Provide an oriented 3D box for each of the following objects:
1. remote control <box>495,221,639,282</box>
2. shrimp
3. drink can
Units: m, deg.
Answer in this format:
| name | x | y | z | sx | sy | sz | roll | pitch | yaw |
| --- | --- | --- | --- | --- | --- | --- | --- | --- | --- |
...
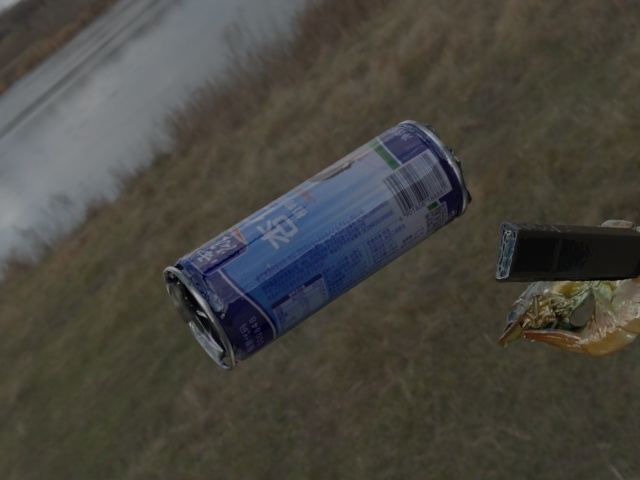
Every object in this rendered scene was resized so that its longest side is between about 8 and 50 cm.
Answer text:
| name | x | y | z | sx | sy | sz | roll | pitch | yaw |
| --- | --- | --- | --- | --- | --- | --- | --- | --- | --- |
| remote control | 0.264 | 0.015 | 1.177 | 0.245 | 0.063 | 0.025 | 0 | 11 | -44 |
| shrimp | 0.307 | 0.076 | 1.353 | 0.061 | 0.145 | 0.267 | 1 | -26 | -41 |
| drink can | 0.000 | 0.000 | 0.885 | 0.235 | 0.097 | 0.097 | -34 | 12 | -18 |
